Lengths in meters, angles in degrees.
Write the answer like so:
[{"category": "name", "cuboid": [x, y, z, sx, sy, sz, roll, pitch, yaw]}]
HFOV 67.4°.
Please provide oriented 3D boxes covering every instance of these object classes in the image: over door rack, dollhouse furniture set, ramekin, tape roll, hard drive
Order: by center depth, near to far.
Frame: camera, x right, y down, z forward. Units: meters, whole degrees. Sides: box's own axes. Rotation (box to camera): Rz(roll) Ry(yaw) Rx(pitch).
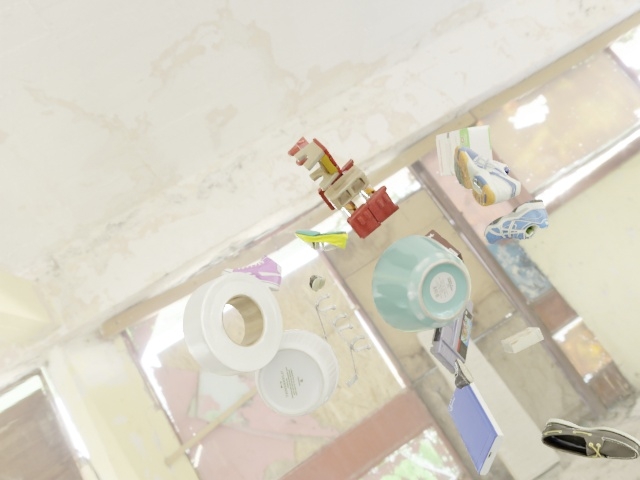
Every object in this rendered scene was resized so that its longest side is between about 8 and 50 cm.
[{"category": "tape roll", "cuboid": [-0.244, 0.237, 1.372, 0.100, 0.286, 0.286, -25, -4, 40]}, {"category": "dollhouse furniture set", "cuboid": [0.056, -0.189, 1.378, 0.152, 0.201, 0.374, -42, -42, 0]}, {"category": "ramekin", "cuboid": [-0.080, 0.425, 1.512, 0.273, 0.273, 0.127, -35, -3, 8]}, {"category": "over door rack", "cuboid": [0.080, 0.377, 1.853, 0.108, 0.239, 0.324, -26, -38, -24]}, {"category": "hard drive", "cuboid": [0.606, 0.719, 1.904, 0.040, 0.319, 0.210, 5, -64, -11]}]

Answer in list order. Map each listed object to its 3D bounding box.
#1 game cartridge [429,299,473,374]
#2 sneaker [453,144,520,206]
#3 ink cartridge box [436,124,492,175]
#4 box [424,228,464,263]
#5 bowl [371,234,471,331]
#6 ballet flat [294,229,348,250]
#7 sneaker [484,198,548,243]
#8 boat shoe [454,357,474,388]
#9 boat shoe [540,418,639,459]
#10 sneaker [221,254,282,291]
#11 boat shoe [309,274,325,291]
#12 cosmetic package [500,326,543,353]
[{"category": "game cartridge", "cuboid": [0.579, 0.374, 2.082, 0.068, 0.230, 0.355, -12, 46, 44]}, {"category": "sneaker", "cuboid": [0.525, -0.212, 1.531, 0.131, 0.296, 0.112, -12, -47, -4]}, {"category": "ink cartridge box", "cuboid": [0.648, -0.401, 2.175, 0.114, 0.198, 0.273, -11, 8, -14]}, {"category": "box", "cuboid": [0.467, 0.102, 1.939, 0.167, 0.168, 0.203, -40, -41, -2]}, {"category": "bowl", "cuboid": [0.328, 0.142, 1.451, 0.311, 0.312, 0.163, -29, 13, -17]}, {"category": "ballet flat", "cuboid": [0.000, 0.000, 1.810, 0.231, 0.077, 0.077, 2, 11, 32]}, {"category": "sneaker", "cuboid": [0.532, -0.032, 1.318, 0.080, 0.081, 0.211, -7, -21, -26]}, {"category": "boat shoe", "cuboid": [0.493, 0.472, 1.701, 0.065, 0.075, 0.206, -42, -7, 7]}, {"category": "boat shoe", "cuboid": [0.684, 0.519, 1.220, 0.227, 0.081, 0.068, -6, 18, 46]}, {"category": "sneaker", "cuboid": [-0.322, 0.141, 2.302, 0.282, 0.161, 0.102, 13, -19, -10]}, {"category": "boat shoe", "cuboid": [-0.018, 0.140, 1.589, 0.133, 0.042, 0.049, -1, -73, -77]}, {"category": "cosmetic package", "cuboid": [0.649, 0.321, 1.546, 0.115, 0.041, 0.060, -22, -4, -13]}]
